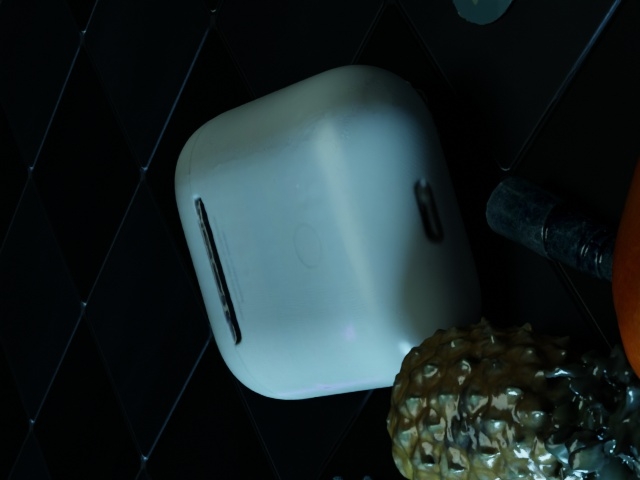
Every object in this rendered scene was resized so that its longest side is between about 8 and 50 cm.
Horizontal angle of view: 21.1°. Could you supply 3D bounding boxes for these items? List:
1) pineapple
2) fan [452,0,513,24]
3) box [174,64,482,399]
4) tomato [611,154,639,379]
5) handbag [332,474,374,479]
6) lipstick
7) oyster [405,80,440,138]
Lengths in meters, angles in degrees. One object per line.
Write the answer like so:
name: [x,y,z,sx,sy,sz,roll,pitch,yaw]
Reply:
pineapple: [0.201,0.138,1.312,0.340,0.169,0.169,-8,84,52]
fan: [0.142,-0.277,1.509,0.113,0.005,0.175,-7,86,58]
box: [-0.001,0.000,1.595,0.349,0.141,0.288,-15,93,57]
tomato: [0.292,0.011,1.085,0.260,0.180,0.259,-18,60,33]
handbag: [0.038,0.357,1.654,0.179,0.062,0.229,46,129,51]
lipstick: [0.222,0.015,1.356,0.234,0.053,0.053,36,121,49]
oyster: [0.080,-0.113,1.600,0.100,0.037,0.098,57,159,10]
